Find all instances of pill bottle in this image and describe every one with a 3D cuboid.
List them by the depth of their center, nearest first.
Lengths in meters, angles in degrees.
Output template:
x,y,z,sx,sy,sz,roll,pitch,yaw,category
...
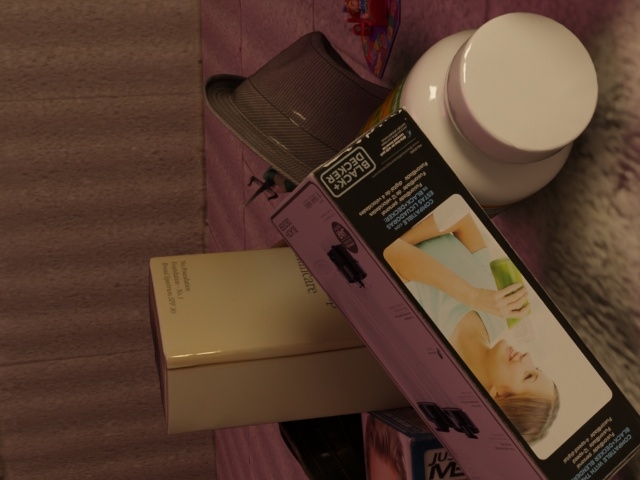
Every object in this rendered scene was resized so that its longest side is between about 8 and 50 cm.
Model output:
x,y,z,sx,sy,sz,roll,pitch,yaw,category
0.116,-0.085,0.809,0.246,0.136,0.136,138,127,-73,pill bottle

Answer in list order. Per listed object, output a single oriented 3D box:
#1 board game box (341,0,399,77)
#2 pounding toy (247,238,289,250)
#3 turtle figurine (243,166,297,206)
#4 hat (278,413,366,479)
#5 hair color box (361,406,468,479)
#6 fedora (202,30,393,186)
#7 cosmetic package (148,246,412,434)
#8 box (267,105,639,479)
x,y,z,sx,sy,sz,roll,pitch,yaw,category
0.055,-0.279,1.233,0.168,0.033,0.133,107,155,-59,board game box
-0.061,0.091,1.641,0.110,0.183,0.237,51,149,22,pounding toy
0.000,0.000,1.184,0.234,0.118,0.175,-18,-68,-59,turtle figurine
0.029,0.221,1.219,0.331,0.134,0.331,51,178,3,hat
0.121,0.345,1.015,0.174,0.105,0.347,178,88,-76,hair color box
0.008,-0.144,1.120,0.124,0.244,0.275,-52,-17,13,fedora
-0.014,0.092,1.054,0.160,0.310,0.113,-112,21,-49,cosmetic package
0.093,0.057,0.766,0.290,0.087,0.169,53,164,0,box
